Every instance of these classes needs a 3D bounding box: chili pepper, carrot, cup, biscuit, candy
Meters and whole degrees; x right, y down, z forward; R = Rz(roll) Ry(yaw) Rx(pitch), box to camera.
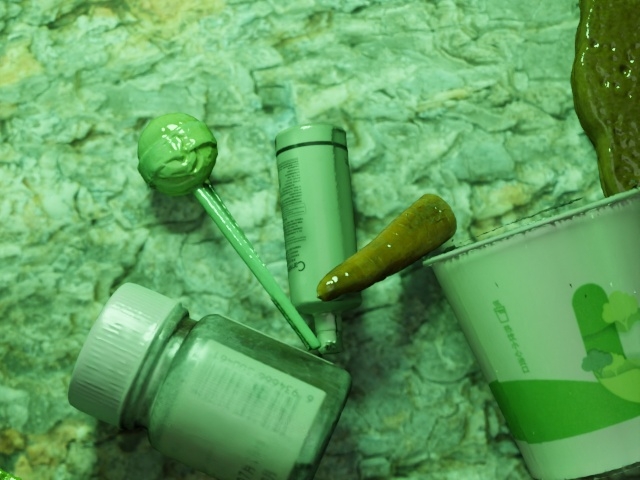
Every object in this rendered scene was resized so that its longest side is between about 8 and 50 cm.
[{"bbox_3d":[-0.366,0.248,1.191,0.030,0.017,0.083,-42,85,-10],"label":"chili pepper"},{"bbox_3d":[0.069,0.016,1.182,0.210,0.061,0.061,-33,80,-37],"label":"carrot"},{"bbox_3d":[0.268,0.101,1.137,0.253,0.253,0.273,-18,87,-5],"label":"cup"},{"bbox_3d":[0.460,-0.190,1.277,0.359,0.074,0.381,-31,78,-9],"label":"biscuit"},{"bbox_3d":[-0.099,-0.009,1.199,0.093,0.092,0.335,-29,71,-29],"label":"candy"}]

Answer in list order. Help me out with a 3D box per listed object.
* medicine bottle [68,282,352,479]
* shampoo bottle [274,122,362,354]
[{"bbox_3d":[-0.117,0.165,1.141,0.273,0.165,0.165,23,79,5],"label":"medicine bottle"},{"bbox_3d":[0.000,0.000,1.217,0.085,0.085,0.262,-5,78,-3],"label":"shampoo bottle"}]
